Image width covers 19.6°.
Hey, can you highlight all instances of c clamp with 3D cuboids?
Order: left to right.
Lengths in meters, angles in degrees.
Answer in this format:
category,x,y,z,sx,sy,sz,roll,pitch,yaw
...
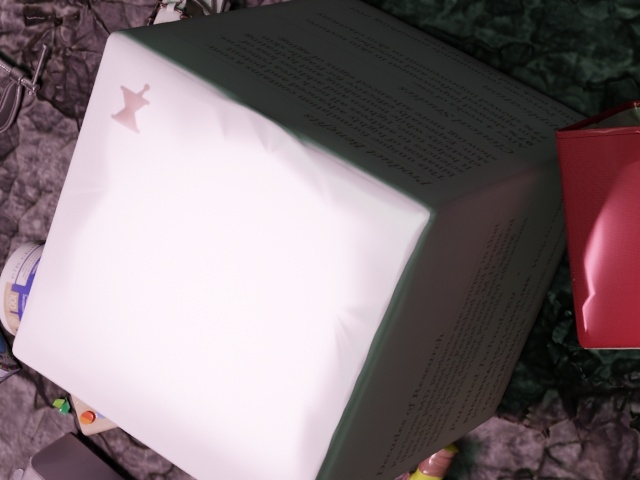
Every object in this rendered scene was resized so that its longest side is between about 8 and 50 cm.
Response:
category,x,y,z,sx,sy,sz,roll,pitch,yaw
c clamp,-0.376,-0.193,2.071,0.161,0.022,0.137,30,120,20

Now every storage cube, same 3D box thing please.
category,x,y,z,sx,sy,sz,roll,pitch,yaw
storage cube,0.331,-0.021,1.594,0.215,0.184,0.193,-2,101,31

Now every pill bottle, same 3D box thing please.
category,x,y,z,sx,sy,sz,roll,pitch,yaw
pill bottle,-0.243,0.069,1.997,0.187,0.112,0.112,12,107,28

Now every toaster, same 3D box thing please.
category,x,y,z,sx,sy,sz,roll,pitch,yaw
toaster,-0.275,0.338,2.081,0.186,0.110,0.168,38,118,17

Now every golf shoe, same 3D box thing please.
category,x,y,z,sx,sy,sz,roll,pitch,yaw
golf shoe,-0.131,-0.241,1.871,0.077,0.094,0.198,-3,99,32

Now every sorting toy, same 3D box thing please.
category,x,y,z,sx,sy,sz,roll,pitch,yaw
sorting toy,-0.266,0.190,2.098,0.083,0.012,0.062,-19,92,32

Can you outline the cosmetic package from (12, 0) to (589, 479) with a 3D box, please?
category,x,y,z,sx,sy,sz,roll,pitch,yaw
cosmetic package,0.000,0.000,1.671,0.329,0.394,0.327,31,115,22

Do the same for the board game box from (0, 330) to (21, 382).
category,x,y,z,sx,sy,sz,roll,pitch,yaw
board game box,-0.439,0.092,2.150,0.194,0.060,0.194,-34,84,33

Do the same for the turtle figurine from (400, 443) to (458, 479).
category,x,y,z,sx,sy,sz,roll,pitch,yaw
turtle figurine,0.041,0.286,1.865,0.270,0.087,0.217,18,104,6
